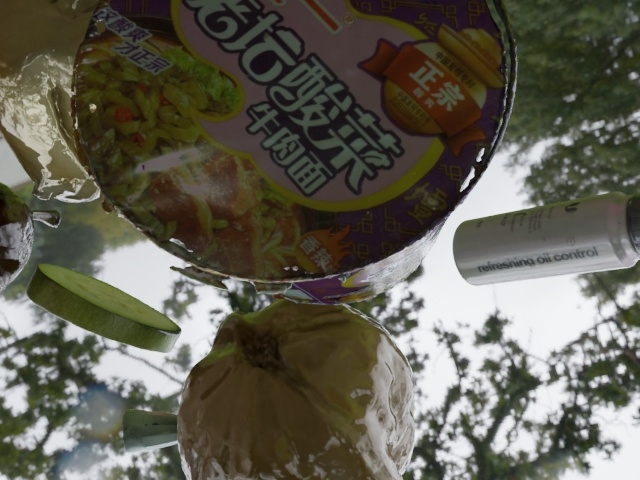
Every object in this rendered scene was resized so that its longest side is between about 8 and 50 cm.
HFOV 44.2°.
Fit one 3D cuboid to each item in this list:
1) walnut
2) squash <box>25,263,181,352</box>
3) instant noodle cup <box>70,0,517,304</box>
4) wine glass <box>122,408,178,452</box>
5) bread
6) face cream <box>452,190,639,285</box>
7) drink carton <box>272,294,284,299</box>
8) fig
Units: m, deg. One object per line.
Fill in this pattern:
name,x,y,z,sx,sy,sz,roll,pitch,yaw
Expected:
walnut,-0.030,0.272,1.151,0.383,0.384,0.383,-19,-169,4
squash,-0.343,0.111,1.269,0.049,0.252,0.252,-64,-163,-2
instant noodle cup,-0.012,-0.089,0.697,0.339,0.340,0.266,-20,161,0
wine glass,-0.248,0.316,1.326,0.155,0.073,0.073,-4,-169,1
bread,-0.304,-0.254,1.129,0.347,0.253,0.376,-22,159,-9
face cream,0.308,-0.005,0.935,0.311,0.092,0.092,-11,-166,42
drink carton,0.000,0.000,1.233,0.096,0.223,0.071,17,-144,-6
fig,-0.549,-0.016,1.317,0.216,0.217,0.321,-17,-176,16
